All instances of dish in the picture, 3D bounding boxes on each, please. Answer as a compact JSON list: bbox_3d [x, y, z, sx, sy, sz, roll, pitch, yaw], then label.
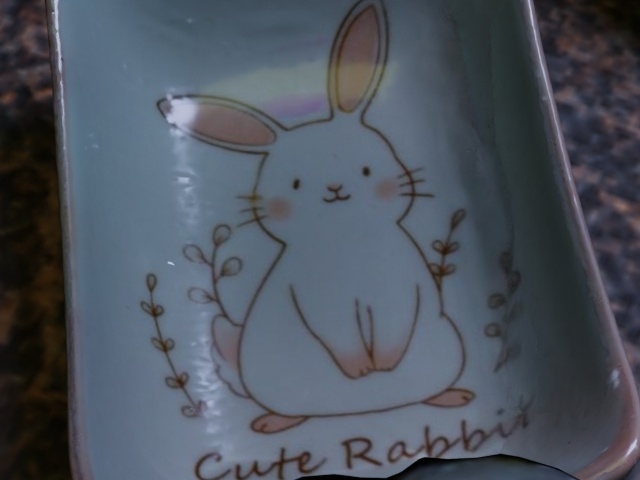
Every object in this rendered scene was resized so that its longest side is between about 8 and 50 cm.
[{"bbox_3d":[0.000,0.000,0.505,0.151,0.077,0.212,-8,59,-2],"label":"dish"}]

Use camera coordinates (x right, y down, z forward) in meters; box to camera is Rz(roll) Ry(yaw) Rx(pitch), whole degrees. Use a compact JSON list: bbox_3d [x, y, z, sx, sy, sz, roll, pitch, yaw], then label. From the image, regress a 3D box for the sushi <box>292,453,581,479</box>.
[{"bbox_3d":[-0.058,0.167,0.317,0.348,0.207,0.234,-18,48,-1],"label":"sushi"}]
